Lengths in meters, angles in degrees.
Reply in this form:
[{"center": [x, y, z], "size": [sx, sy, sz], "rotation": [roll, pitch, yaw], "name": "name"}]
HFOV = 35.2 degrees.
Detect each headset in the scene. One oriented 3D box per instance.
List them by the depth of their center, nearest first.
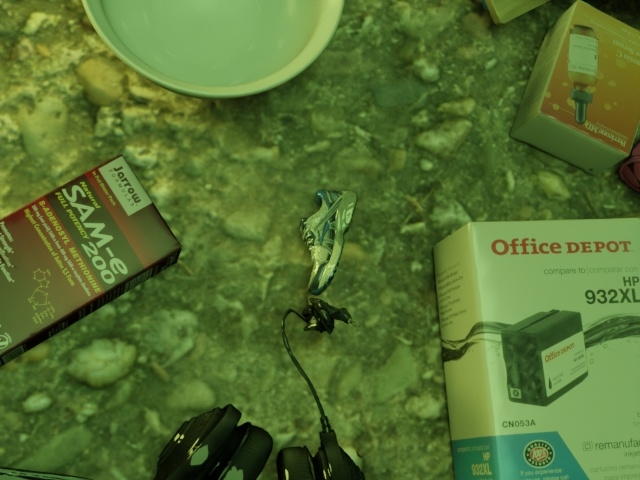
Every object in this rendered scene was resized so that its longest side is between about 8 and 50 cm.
[{"center": [-0.057, 0.252, 1.078], "size": [0.243, 0.185, 0.394], "rotation": [18, 88, -5], "name": "headset"}]

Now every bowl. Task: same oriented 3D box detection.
[{"center": [-0.130, -0.282, 1.167], "size": [0.297, 0.134, 0.298], "rotation": [3, 77, -13], "name": "bowl"}]

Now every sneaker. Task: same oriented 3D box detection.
[{"center": [0.000, 0.000, 1.180], "size": [0.058, 0.052, 0.135], "rotation": [16, 66, 1], "name": "sneaker"}]

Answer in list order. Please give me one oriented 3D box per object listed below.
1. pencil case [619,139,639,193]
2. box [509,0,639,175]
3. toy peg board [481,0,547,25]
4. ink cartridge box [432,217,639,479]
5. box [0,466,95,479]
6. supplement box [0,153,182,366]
[{"center": [0.481, -0.141, 1.299], "size": [0.095, 0.098, 0.209], "rotation": [41, 71, -1], "name": "pencil case"}, {"center": [0.338, -0.191, 1.280], "size": [0.130, 0.091, 0.171], "rotation": [24, 72, -7], "name": "box"}, {"center": [0.247, -0.381, 1.323], "size": [0.161, 0.079, 0.161], "rotation": [-29, 100, -18], "name": "toy peg board"}, {"center": [0.266, 0.135, 1.163], "size": [0.223, 0.129, 0.308], "rotation": [-1, 77, -13], "name": "ink cartridge box"}, {"center": [-0.332, 0.339, 1.012], "size": [0.175, 0.051, 0.220], "rotation": [11, 75, -11], "name": "box"}, {"center": [-0.285, 0.023, 1.089], "size": [0.239, 0.073, 0.130], "rotation": [-33, 86, -19], "name": "supplement box"}]
